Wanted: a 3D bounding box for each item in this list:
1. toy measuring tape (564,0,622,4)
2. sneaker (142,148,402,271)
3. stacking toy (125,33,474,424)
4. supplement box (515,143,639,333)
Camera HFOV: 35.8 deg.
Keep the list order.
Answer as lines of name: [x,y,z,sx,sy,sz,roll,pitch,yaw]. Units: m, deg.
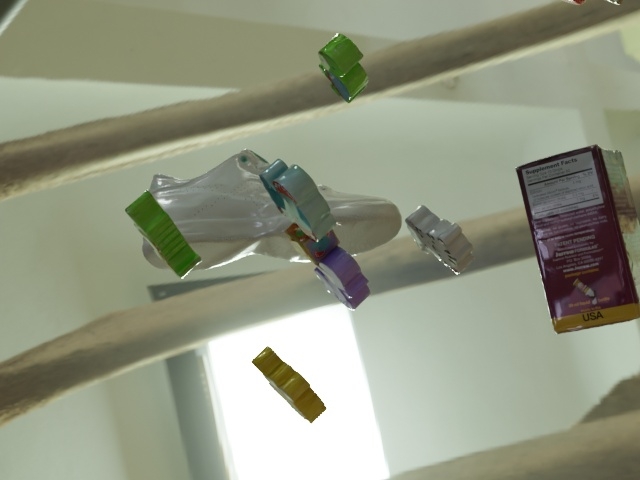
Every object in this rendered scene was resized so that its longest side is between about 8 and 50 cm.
toy measuring tape: [0.344,-0.369,1.323,0.330,0.121,0.121,-16,-92,-68]
sneaker: [-0.041,-0.034,0.816,0.212,0.080,0.094,-3,-117,-3]
stacking toy: [0.000,0.000,0.630,0.167,0.052,0.221,-44,-45,-11]
supplement box: [0.131,-0.001,0.485,0.055,0.043,0.083,-3,-100,-61]
